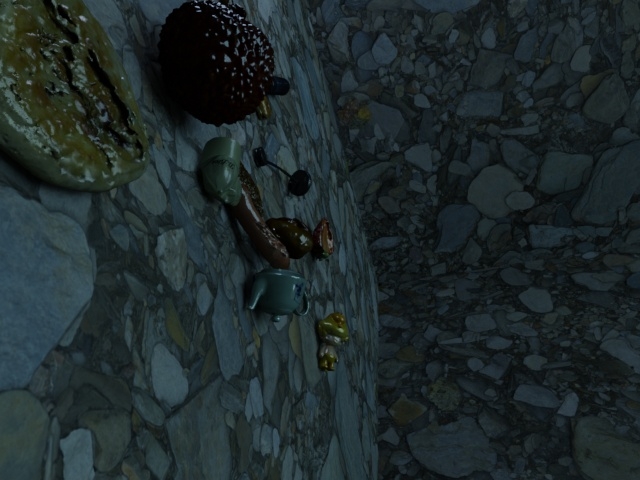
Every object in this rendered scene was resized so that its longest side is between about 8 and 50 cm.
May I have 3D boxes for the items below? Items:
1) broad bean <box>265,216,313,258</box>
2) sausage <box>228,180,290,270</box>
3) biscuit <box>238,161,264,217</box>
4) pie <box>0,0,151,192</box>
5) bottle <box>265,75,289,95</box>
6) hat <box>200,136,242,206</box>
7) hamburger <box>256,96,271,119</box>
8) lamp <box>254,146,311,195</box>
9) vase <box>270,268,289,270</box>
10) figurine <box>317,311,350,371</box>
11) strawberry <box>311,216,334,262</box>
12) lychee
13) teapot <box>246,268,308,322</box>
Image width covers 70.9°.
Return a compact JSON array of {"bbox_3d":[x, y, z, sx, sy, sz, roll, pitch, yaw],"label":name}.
[{"bbox_3d":[-0.102,-0.013,1.390,0.156,0.122,0.228,48,-19,-14],"label":"broad bean"},{"bbox_3d":[-0.173,-0.032,1.252,0.304,0.078,0.078,59,20,-19],"label":"sausage"},{"bbox_3d":[-0.222,-0.174,1.314,0.231,0.025,0.131,60,9,-56],"label":"biscuit"},{"bbox_3d":[-0.371,-0.227,0.676,0.339,0.077,0.339,-10,90,-77],"label":"pie"},{"bbox_3d":[-0.185,-0.608,1.769,0.072,0.082,0.244,33,18,-1],"label":"bottle"},{"bbox_3d":[-0.236,-0.170,1.121,0.081,0.122,0.166,23,-79,57],"label":"hat"},{"bbox_3d":[-0.207,-0.480,1.630,0.076,0.044,0.083,-75,149,-63],"label":"hamburger"},{"bbox_3d":[-0.126,-0.271,1.663,0.371,0.108,0.130,48,35,-66],"label":"lamp"},{"bbox_3d":[-0.136,0.112,1.450,0.100,0.053,0.053,5,75,-72],"label":"vase"},{"bbox_3d":[0.045,0.412,1.857,0.156,0.131,0.246,28,58,-21],"label":"figurine"},{"bbox_3d":[0.000,0.004,2.028,0.140,0.085,0.192,-46,123,-52],"label":"strawberry"},{"bbox_3d":[-0.229,-0.410,1.014,0.264,0.264,0.300,-55,157,-72],"label":"lychee"},{"bbox_3d":[-0.118,0.163,1.292,0.232,0.159,0.159,19,58,-46],"label":"teapot"}]
